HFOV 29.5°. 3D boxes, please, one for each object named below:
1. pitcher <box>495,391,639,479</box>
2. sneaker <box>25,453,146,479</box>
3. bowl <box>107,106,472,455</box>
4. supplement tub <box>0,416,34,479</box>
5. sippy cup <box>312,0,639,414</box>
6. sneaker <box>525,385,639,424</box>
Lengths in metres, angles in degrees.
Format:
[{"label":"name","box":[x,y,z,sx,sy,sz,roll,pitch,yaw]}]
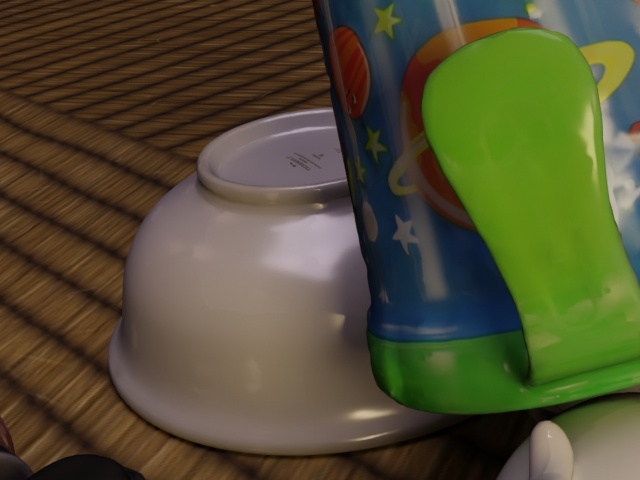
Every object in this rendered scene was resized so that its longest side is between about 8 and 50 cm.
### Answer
[{"label":"pitcher","box":[0.100,0.126,0.432,0.126,0.177,0.207,-22,19,25]},{"label":"sneaker","box":[-0.155,0.138,0.384,0.146,0.122,0.330,36,19,-4]},{"label":"bowl","box":[0.000,0.000,0.781,0.298,0.134,0.298,-6,25,3]},{"label":"supplement tub","box":[-0.231,0.113,0.635,0.198,0.106,0.106,15,33,39]},{"label":"sippy cup","box":[0.103,-0.067,0.570,0.240,0.224,0.305,-22,7,-19]},{"label":"sneaker","box":[0.156,0.074,0.655,0.094,0.080,0.212,-14,24,15]}]
